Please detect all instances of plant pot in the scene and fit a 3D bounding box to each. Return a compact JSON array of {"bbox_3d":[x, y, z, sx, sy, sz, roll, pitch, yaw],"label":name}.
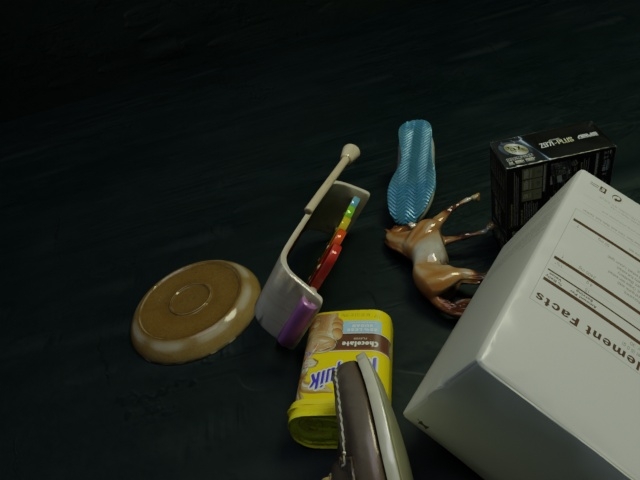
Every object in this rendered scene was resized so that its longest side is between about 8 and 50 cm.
[{"bbox_3d":[-0.220,0.109,0.869,0.237,0.032,0.236,-11,38,9],"label":"plant pot"}]

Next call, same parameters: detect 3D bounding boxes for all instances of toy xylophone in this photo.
[{"bbox_3d":[0.000,0.000,0.766,0.081,0.236,0.322,29,46,-1],"label":"toy xylophone"}]

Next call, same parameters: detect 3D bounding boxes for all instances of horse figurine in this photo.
[{"bbox_3d":[0.195,0.028,0.776,0.175,0.066,0.263,-21,41,11],"label":"horse figurine"}]

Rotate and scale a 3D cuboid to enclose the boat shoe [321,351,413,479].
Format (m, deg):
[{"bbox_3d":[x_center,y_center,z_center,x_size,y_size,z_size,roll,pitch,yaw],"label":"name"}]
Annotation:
[{"bbox_3d":[0.047,0.263,0.465,0.097,0.116,0.324,-19,57,8],"label":"boat shoe"}]

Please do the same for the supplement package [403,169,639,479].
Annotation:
[{"bbox_3d":[0.253,0.103,0.530,0.175,0.177,0.293,37,57,10],"label":"supplement package"}]

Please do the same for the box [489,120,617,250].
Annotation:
[{"bbox_3d":[0.339,-0.069,0.754,0.148,0.180,0.077,-12,39,7],"label":"box"}]

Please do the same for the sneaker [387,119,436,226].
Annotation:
[{"bbox_3d":[0.183,-0.117,0.960,0.088,0.092,0.228,3,61,21],"label":"sneaker"}]

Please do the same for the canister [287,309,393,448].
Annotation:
[{"bbox_3d":[0.033,0.173,0.656,0.126,0.073,0.169,-6,37,14],"label":"canister"}]
